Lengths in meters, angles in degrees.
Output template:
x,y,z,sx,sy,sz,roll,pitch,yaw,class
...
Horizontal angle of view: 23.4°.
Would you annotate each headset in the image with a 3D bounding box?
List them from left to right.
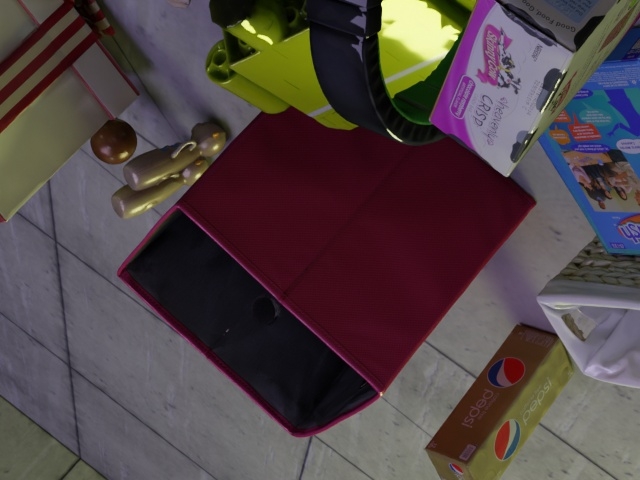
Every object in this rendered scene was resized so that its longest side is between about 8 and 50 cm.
x,y,z,sx,sy,sz,roll,pitch,yaw,class
0.109,-0.243,1.005,0.185,0.243,0.394,22,125,31,headset

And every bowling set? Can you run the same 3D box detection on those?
x,y,z,sx,sy,sz,roll,pitch,yaw,class
-0.154,-0.078,1.775,0.199,0.154,0.287,60,156,3,bowling set

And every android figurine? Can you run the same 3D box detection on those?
x,y,z,sx,sy,sz,roll,pitch,yaw,class
0.035,-0.166,1.266,0.248,0.056,0.273,-23,156,27,android figurine

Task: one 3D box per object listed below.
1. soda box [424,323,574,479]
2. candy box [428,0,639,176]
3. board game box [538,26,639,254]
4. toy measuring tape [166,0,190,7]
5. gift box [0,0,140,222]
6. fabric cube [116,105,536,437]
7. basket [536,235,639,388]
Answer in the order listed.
x,y,z,sx,sy,sz,roll,pitch,yaw,class
0.188,0.176,1.606,0.058,0.181,0.061,17,146,41,soda box
0.176,-0.171,1.003,0.071,0.233,0.159,37,154,9,candy box
0.257,-0.076,1.262,0.160,0.047,0.210,3,135,52,board game box
-0.046,-0.251,1.121,0.121,0.121,0.330,39,158,5,toy measuring tape
-0.385,-0.197,1.728,0.255,0.258,0.276,7,137,50,gift box
0.000,0.000,1.504,0.259,0.258,0.254,43,154,-4,fabric cube
0.297,0.059,1.358,0.167,0.103,0.113,4,136,52,basket
